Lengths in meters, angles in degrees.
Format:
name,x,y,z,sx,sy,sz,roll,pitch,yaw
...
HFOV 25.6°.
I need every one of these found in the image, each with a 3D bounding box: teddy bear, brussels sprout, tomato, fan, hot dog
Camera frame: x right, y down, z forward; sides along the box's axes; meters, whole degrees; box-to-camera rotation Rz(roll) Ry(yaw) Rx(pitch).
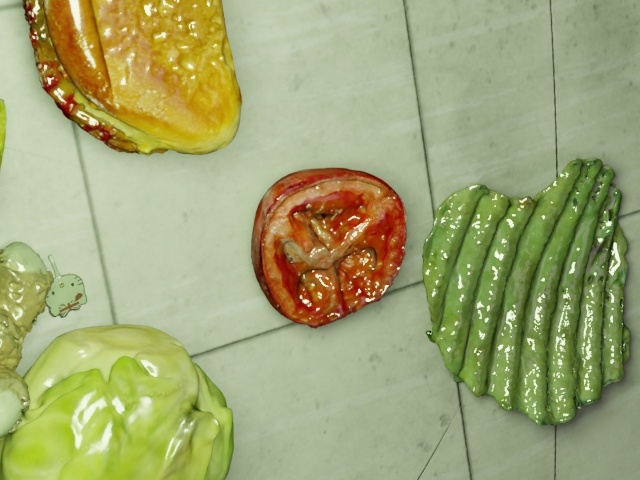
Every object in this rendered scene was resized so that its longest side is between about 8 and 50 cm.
name,x,y,z,sx,sy,sz,roll,pitch,yaw
teddy bear,-0.458,0.093,1.632,0.256,0.156,0.267,34,43,-30
brussels sprout,-0.267,0.269,1.718,0.328,0.247,0.328,-31,133,-41
tomato,-0.003,-0.002,1.896,0.228,0.101,0.228,-8,111,-22
fan,-0.329,0.056,1.779,0.056,0.004,0.083,-27,111,-21
hot dog,-0.240,-0.280,1.659,0.223,0.185,0.405,-19,108,-26

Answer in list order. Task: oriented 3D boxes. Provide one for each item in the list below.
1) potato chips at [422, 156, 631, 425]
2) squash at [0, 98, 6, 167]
name,x,y,z,sx,sy,sz,roll,pitch,yaw
potato chips,0.331,0.076,2.093,0.373,0.097,0.389,-17,106,-24
squash,-0.497,-0.103,1.606,0.252,0.093,0.169,11,96,-30
